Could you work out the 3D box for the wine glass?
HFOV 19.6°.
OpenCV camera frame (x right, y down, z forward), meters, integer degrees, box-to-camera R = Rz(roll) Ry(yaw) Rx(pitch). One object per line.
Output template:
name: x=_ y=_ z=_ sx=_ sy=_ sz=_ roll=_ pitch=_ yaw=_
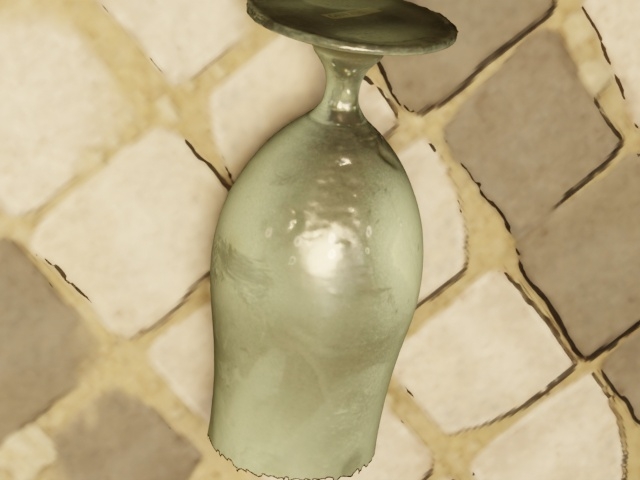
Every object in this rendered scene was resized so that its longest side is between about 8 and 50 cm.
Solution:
wine glass: x=0.000 y=0.000 z=0.793 sx=0.093 sy=0.093 sz=0.202 roll=1 pitch=113 yaw=-21
